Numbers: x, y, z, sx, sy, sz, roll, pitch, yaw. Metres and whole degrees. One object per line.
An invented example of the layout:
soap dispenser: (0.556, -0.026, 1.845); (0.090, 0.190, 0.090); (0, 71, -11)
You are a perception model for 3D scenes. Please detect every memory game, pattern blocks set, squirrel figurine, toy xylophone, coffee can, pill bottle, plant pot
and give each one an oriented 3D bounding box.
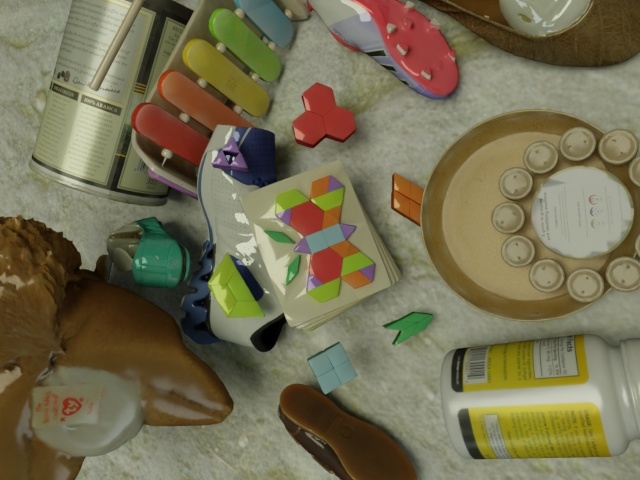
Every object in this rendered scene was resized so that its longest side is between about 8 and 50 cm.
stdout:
memory game: (0.274, -0.028, 0.579); (0.186, 0.012, 0.186); (-1, 89, 27)
pattern blocks set: (0.000, 0.000, 0.664); (0.285, 0.026, 0.325); (-37, 90, -9)
squirrel figurine: (-0.360, 0.100, 0.755); (0.281, 0.397, 0.370); (-33, 28, -10)
toy xylophone: (-0.154, -0.220, 0.722); (0.081, 0.236, 0.322); (26, 96, 35)
coffee can: (-0.285, -0.212, 0.807); (0.201, 0.201, 0.275); (24, 100, 26)
pill bottle: (0.241, 0.161, 0.567); (0.208, 0.119, 0.119); (-12, 83, 27)
plant pot: (0.232, -0.028, 0.626); (0.236, 0.032, 0.236); (0, 89, 27)

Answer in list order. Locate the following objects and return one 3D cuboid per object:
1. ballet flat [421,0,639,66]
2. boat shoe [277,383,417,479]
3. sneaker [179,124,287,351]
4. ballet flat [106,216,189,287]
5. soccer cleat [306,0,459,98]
ballet flat: (0.188, -0.292, 0.604); (0.342, 0.124, 0.116); (37, 106, 23)
boat shoe: (0.031, 0.265, 0.708); (0.207, 0.073, 0.073); (34, 141, 28)
sneaker: (-0.069, 0.013, 0.743); (0.182, 0.127, 0.315); (15, 103, 24)
ballet flat: (-0.258, 0.010, 0.787); (0.247, 0.087, 0.083); (20, 102, 61)
soccer cleat: (0.074, -0.262, 0.700); (0.083, 0.095, 0.248); (-40, 80, -22)
